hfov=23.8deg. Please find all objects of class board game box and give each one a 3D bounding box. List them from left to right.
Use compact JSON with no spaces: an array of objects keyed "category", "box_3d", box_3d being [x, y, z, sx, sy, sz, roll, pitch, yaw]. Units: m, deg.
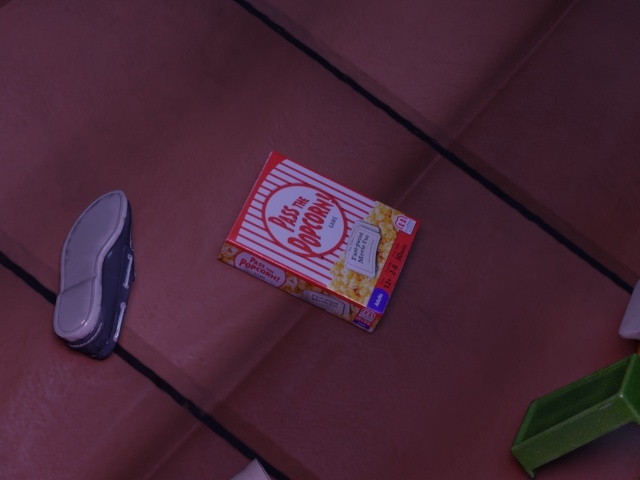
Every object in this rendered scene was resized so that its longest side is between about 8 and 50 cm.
[{"category":"board game box","box_3d":[0.000,0.000,1.725,0.194,0.045,0.146,25,53,-2]}]

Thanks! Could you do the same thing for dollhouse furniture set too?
[{"category":"dollhouse furniture set","box_3d":[0.366,0.195,1.713,0.197,0.151,0.301,50,35,-9]}]

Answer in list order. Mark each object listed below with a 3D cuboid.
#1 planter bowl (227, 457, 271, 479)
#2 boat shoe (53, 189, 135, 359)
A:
[{"category":"planter bowl","box_3d":[-0.065,0.305,1.443,0.109,0.162,0.162,-32,70,-4]},{"category":"boat shoe","box_3d":[-0.233,0.037,1.623,0.065,0.075,0.206,50,33,-39]}]
